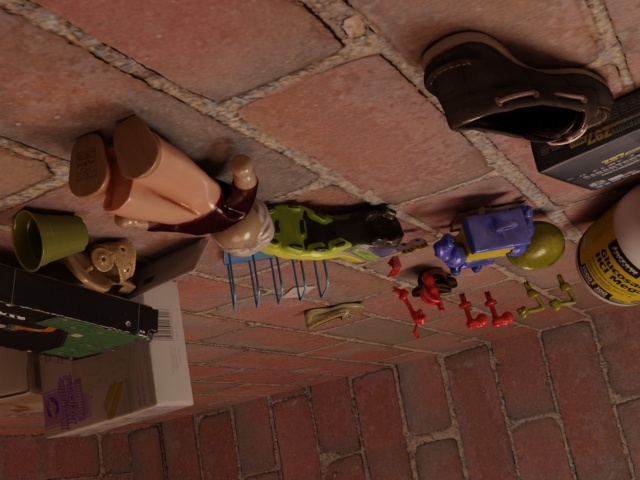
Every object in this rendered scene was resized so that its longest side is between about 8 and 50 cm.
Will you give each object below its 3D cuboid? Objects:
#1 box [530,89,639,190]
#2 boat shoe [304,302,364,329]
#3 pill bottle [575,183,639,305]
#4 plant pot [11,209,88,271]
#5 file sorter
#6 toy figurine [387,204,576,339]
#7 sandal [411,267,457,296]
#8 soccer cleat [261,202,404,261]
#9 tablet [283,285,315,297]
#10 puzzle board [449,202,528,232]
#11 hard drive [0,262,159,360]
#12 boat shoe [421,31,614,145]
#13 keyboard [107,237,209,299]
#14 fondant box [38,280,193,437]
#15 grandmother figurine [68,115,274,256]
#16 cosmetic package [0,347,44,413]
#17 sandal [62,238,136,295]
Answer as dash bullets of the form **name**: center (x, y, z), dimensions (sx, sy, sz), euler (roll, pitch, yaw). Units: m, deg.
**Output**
- **box**: center (0.443, -0.146, 1.156), dimensions (0.232, 0.059, 0.183), euler (-24, 158, 37)
- **boat shoe**: center (0.037, 0.188, 2.035), dimensions (0.153, 0.048, 0.056), euler (-7, 163, -10)
- **pill bottle**: center (0.612, -0.001, 1.518), dimensions (0.187, 0.188, 0.334), euler (-9, 163, -4)
- **plant pot**: center (-0.363, -0.005, 1.115), dimensions (0.079, 0.083, 0.083), euler (-12, 170, -47)
- **file sorter**: center (-0.077, 0.053, 1.419), dimensions (0.170, 0.105, 0.118), euler (-8, 164, -9)
- **toy figurine**: center (0.318, 0.027, 1.418), dimensions (0.362, 0.191, 0.217), euler (-7, 157, -14)
- **sandal**: center (0.260, 0.090, 1.848), dimensions (0.090, 0.060, 0.219), euler (-11, 179, 23)
- **soccer cleat**: center (0.001, 0.001, 1.305), dimensions (0.289, 0.093, 0.121), euler (-1, 156, -33)
- **tablet**: center (-0.049, 0.115, 1.813), dimensions (0.054, 0.006, 0.083), euler (-3, 162, -23)
- **puzzle board**: center (0.306, -0.044, 1.498), dimensions (0.128, 0.011, 0.096), euler (-10, 162, -5)
- **hard drive**: center (-0.460, 0.118, 1.299), dimensions (0.236, 0.064, 0.339), euler (-17, 153, 36)
- **boat shoe**: center (0.241, -0.150, 0.954), dimensions (0.335, 0.096, 0.112), euler (5, 157, -43)
- **keyboard**: center (-0.286, 0.062, 1.387), dimensions (0.256, 0.072, 0.014), euler (-23, 128, 35)
- **fondant box**: center (-0.403, 0.231, 1.572), dimensions (0.330, 0.238, 0.096), euler (-22, 160, 34)
- **grandmother figurine**: center (-0.167, -0.048, 1.044), dimensions (0.207, 0.104, 0.342), euler (-8, 163, 24)
- **cosmetic package**: center (-0.628, 0.280, 1.750), dimensions (0.129, 0.153, 0.296), euler (-12, 162, 0)
- **sandal**: center (-0.323, 0.029, 1.282), dimensions (0.079, 0.088, 0.240), euler (-42, 170, -3)
